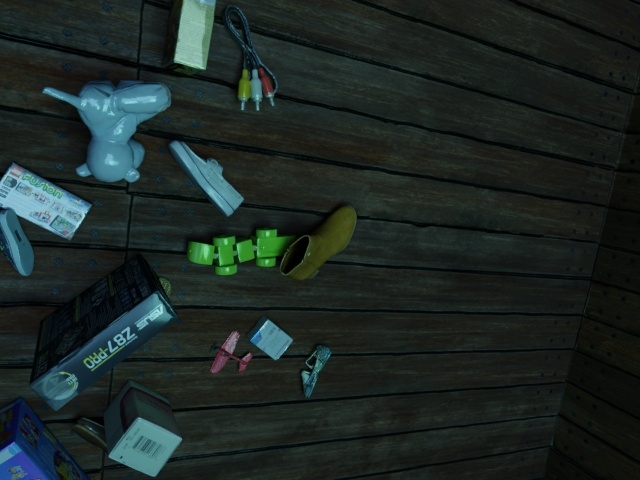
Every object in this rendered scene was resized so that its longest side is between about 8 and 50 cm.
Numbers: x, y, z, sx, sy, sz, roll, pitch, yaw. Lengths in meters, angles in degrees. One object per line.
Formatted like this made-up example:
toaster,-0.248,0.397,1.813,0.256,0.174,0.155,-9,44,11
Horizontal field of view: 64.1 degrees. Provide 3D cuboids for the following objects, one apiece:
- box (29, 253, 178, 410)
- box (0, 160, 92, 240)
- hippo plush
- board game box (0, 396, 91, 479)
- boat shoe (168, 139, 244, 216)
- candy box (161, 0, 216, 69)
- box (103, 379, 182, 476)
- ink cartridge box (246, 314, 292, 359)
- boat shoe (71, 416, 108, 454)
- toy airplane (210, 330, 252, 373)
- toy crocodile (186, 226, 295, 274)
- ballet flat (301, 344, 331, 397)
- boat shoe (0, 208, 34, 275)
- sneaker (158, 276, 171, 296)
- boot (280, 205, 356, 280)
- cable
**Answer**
box,-0.532,0.194,1.252,0.318,0.395,0.097,-36,114,-15
box,-0.708,-0.098,1.302,0.207,0.036,0.114,33,86,-28
hippo plush,-0.481,-0.264,1.255,0.234,0.294,0.237,0,111,-4
board game box,-0.728,0.609,1.343,0.078,0.233,0.347,-31,113,-17
boat shoe,-0.315,-0.187,1.443,0.088,0.096,0.267,-46,118,-14
candy box,-0.325,-0.593,1.293,0.087,0.183,0.317,6,99,-28
box,-0.502,0.519,1.432,0.148,0.232,0.127,40,83,-28
ink cartridge box,-0.164,0.314,1.653,0.088,0.052,0.122,-49,116,-8
boat shoe,-0.622,0.566,1.484,0.207,0.073,0.073,52,40,-29
toy airplane,-0.282,0.369,1.621,0.151,0.028,0.151,-6,103,-25
toy crocodile,-0.229,0.025,1.537,0.340,0.105,0.115,-9,105,-29
ballet flat,-0.030,0.442,1.750,0.070,0.070,0.188,27,87,-28
boat shoe,-0.788,0.007,1.279,0.083,0.065,0.183,-3,118,2
sneaker,-0.491,0.194,1.463,0.069,0.084,0.185,30,62,-25
boot,-0.001,0.000,1.575,0.295,0.104,0.211,-55,162,0
cable,-0.189,-0.514,1.441,0.139,0.072,0.287,-16,108,-28
